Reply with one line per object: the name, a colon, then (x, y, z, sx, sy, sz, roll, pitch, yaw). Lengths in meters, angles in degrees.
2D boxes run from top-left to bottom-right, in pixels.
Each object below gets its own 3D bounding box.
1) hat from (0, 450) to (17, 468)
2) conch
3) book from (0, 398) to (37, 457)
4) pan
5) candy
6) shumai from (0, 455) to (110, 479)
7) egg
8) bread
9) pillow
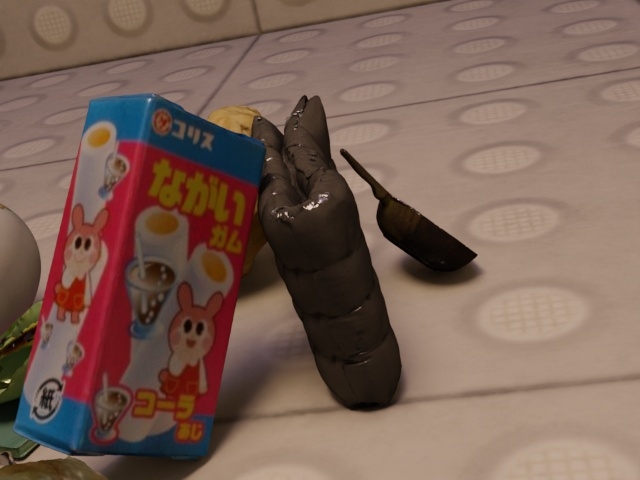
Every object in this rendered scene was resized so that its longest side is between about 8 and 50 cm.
hat: (-0.388, 0.209, 0.765, 0.226, 0.164, 0.219, 28, 10, -24)
conch: (-0.258, 0.088, 1.000, 0.250, 0.137, 0.143, -22, 22, -40)
book: (-0.335, 0.190, 0.980, 0.135, 0.017, 0.103, 0, 24, 26)
pan: (0.086, -0.026, 1.092, 0.048, 0.202, 0.128, -54, 5, -2)
candy: (-0.156, 0.036, 0.844, 0.100, 0.306, 0.157, 7, -7, 40)
shumai: (-0.213, 0.256, 0.449, 0.263, 0.304, 0.309, -7, 19, 41)
egg: (-0.449, 0.054, 1.126, 0.196, 0.196, 0.271, -5, 18, 16)
bread: (-0.113, -0.050, 1.179, 0.134, 0.244, 0.244, 23, 25, -4)
pillow: (0.000, 0.000, 0.978, 0.101, 0.228, 0.326, -19, 24, 4)
